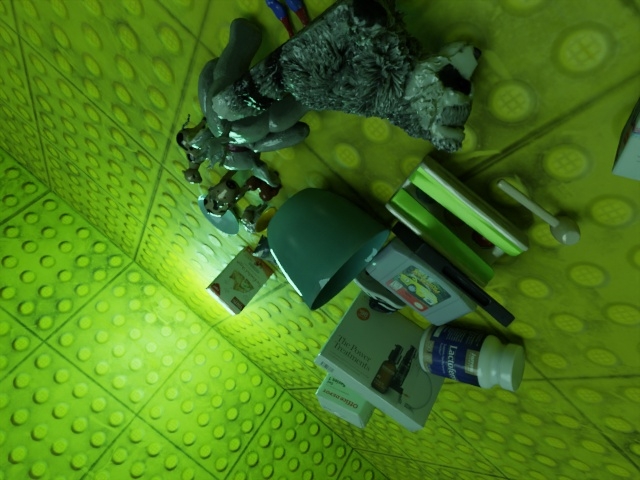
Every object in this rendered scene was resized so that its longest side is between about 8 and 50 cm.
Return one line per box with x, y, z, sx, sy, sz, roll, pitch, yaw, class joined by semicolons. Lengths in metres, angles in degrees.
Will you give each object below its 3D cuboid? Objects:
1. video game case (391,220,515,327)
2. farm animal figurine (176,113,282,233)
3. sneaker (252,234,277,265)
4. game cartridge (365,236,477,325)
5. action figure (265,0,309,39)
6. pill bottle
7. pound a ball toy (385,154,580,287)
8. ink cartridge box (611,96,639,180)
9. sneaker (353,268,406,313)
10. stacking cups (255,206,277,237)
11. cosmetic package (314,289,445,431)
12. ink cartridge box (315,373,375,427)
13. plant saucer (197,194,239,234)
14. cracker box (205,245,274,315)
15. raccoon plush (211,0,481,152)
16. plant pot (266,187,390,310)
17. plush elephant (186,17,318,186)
0.287;0.063;0.953;0.248;0.035;0.275;39;-172;-8;video game case
-0.304;-0.173;1.276;0.330;0.172;0.326;36;148;4;farm animal figurine
-0.150;0.030;1.414;0.122;0.110;0.283;27;174;-1;sneaker
0.285;0.121;1.183;0.294;0.060;0.196;38;144;1;game cartridge
-0.121;-0.480;0.758;0.092;0.139;0.280;0;129;43;action figure
0.436;0.338;1.209;0.265;0.153;0.153;4;134;41;pill bottle
0.330;-0.060;0.870;0.319;0.136;0.208;39;118;3;pound a ball toy
0.492;-0.170;0.543;0.127;0.128;0.176;21;144;25;ink cartridge box
0.160;0.164;1.328;0.217;0.079;0.121;36;146;1;sneaker
-0.057;0.016;1.309;0.316;0.096;0.096;36;153;-34;stacking cups
0.214;0.378;1.354;0.377;0.284;0.097;34;146;6;cosmetic package
0.142;0.561;1.657;0.201;0.278;0.117;13;140;33;ink cartridge box
-0.371;-0.103;1.556;0.195;0.037;0.195;25;145;19;plant saucer
-0.315;0.158;1.643;0.155;0.232;0.067;47;147;-15;cracker box
0.057;-0.257;0.768;0.447;0.216;0.299;-14;125;41;raccoon plush
0.000;0.000;1.111;0.235;0.293;0.293;45;150;14;plant pot
-0.171;-0.267;0.972;0.272;0.330;0.255;34;167;-6;plush elephant
